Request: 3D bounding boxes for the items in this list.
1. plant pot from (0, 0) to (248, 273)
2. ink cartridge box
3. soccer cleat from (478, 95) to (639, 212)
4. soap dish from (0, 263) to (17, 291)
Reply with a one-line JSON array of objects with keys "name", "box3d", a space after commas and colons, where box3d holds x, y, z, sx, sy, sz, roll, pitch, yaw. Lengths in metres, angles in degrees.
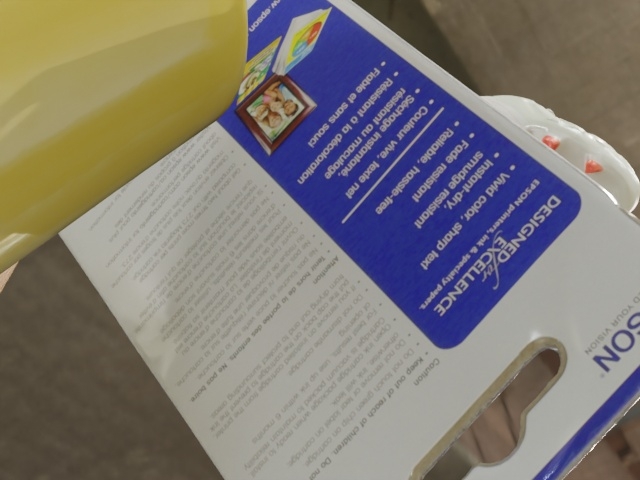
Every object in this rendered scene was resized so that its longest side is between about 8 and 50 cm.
[{"name": "plant pot", "box3d": [-0.169, -0.078, 0.495, 0.239, 0.254, 0.254, -27, -37, -25]}, {"name": "ink cartridge box", "box3d": [0.000, 0.000, 0.580, 0.176, 0.371, 0.069, -48, -49, 4]}, {"name": "soccer cleat", "box3d": [0.155, -0.068, 0.965, 0.076, 0.196, 0.068, -24, -58, -33]}, {"name": "soap dish", "box3d": [-0.275, -0.063, 0.825, 0.229, 0.118, 0.291, 30, -90, -9]}]
